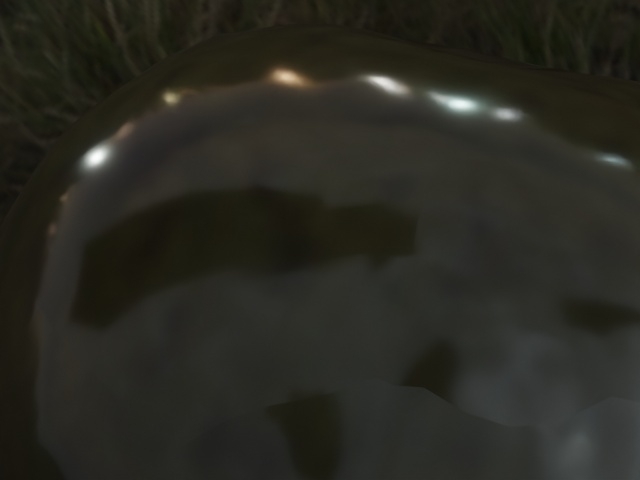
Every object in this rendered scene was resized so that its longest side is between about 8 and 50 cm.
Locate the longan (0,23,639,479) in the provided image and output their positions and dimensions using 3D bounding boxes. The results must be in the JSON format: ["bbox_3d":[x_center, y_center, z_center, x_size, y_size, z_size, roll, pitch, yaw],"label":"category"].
[{"bbox_3d":[0.035,0.051,0.440,0.246,0.246,0.215,-61,25,-13],"label":"longan"}]
